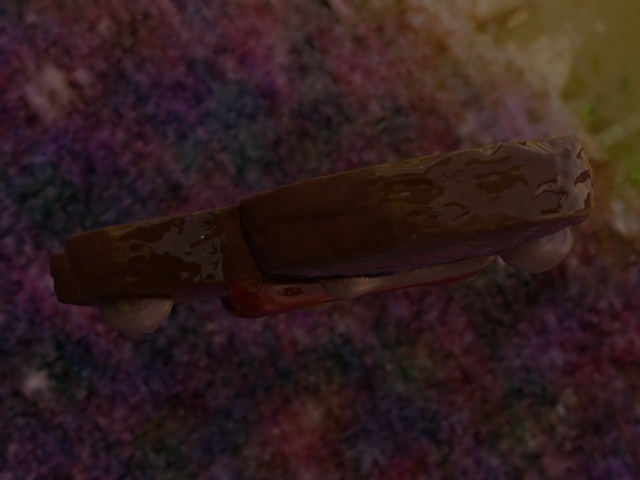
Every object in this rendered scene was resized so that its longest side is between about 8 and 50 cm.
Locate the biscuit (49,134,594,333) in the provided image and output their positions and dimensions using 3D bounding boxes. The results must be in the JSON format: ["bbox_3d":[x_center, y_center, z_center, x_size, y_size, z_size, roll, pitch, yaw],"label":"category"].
[{"bbox_3d":[0.001,0.003,0.645,0.205,0.324,0.049,-9,87,-22],"label":"biscuit"}]
